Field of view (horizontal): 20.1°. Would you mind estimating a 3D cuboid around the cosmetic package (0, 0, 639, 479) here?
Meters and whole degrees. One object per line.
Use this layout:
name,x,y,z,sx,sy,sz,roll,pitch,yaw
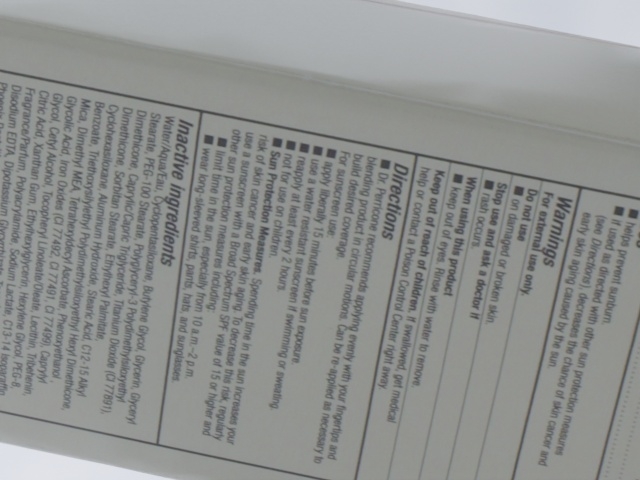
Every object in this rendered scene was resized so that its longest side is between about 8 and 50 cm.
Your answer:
cosmetic package,0.000,0.000,0.634,0.113,0.309,0.160,-72,-6,-65
